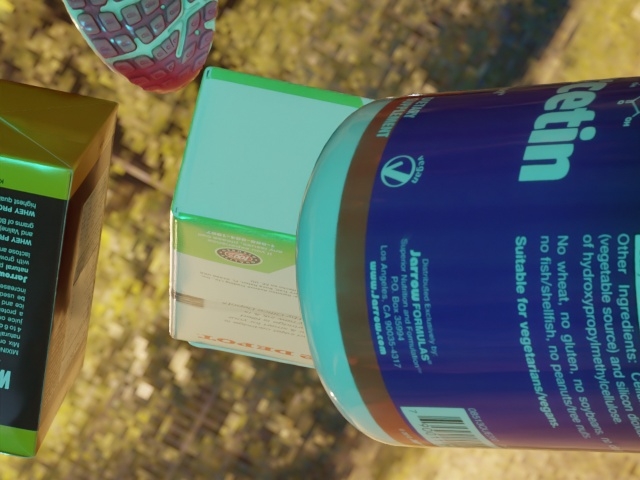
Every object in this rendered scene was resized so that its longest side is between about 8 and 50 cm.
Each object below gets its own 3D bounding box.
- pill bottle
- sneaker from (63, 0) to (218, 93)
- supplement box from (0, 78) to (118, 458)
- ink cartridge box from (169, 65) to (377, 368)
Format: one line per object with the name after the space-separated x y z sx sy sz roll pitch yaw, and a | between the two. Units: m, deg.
0.162 0.011 0.830 0.323 0.181 0.181 -2 44 30 | pill bottle
-0.169 -0.247 1.388 0.120 0.299 0.112 -24 -16 -9 | sneaker
-0.242 0.005 1.085 0.129 0.191 0.194 -74 -5 -67 | supplement box
0.000 0.000 1.235 0.273 0.198 0.115 105 176 -70 | ink cartridge box
